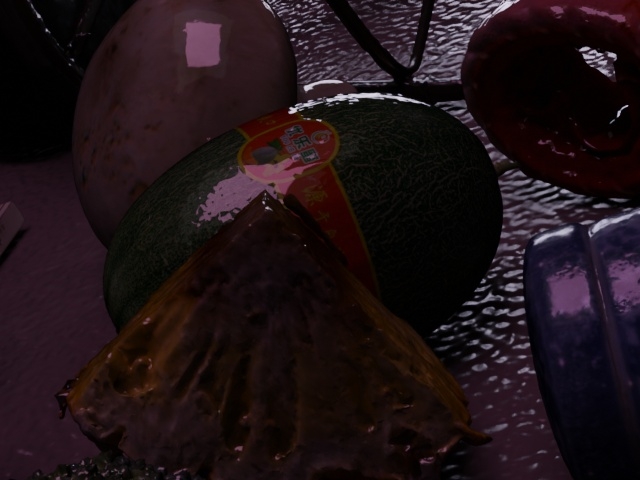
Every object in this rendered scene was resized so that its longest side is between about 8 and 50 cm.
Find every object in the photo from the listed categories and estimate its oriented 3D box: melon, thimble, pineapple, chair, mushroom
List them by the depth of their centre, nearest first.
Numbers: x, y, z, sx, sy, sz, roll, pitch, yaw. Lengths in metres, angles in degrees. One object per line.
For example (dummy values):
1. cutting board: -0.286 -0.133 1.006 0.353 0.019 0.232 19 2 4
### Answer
1. pineapple: -0.026 0.068 0.888 0.236 0.186 0.114 5 11 -10
2. melon: 0.000 0.000 1.030 0.288 0.182 0.182 -24 27 -15
3. thimble: 0.203 -0.122 1.133 0.190 0.163 0.125 -1 33 46
4. mushroom: -0.070 -0.082 1.240 0.244 0.243 0.243 -16 27 8
5. chair: -0.069 -0.299 1.434 0.410 0.362 0.364 -18 42 30

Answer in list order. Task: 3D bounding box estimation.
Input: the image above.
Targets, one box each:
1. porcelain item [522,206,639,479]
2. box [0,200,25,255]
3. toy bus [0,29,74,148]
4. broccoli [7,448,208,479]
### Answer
1. porcelain item: 0.170 0.056 0.843 0.114 0.147 0.147 -14 28 12
2. box: -0.369 0.021 1.412 0.198 0.029 0.109 -11 28 21
3. toy bus: -0.315 -0.235 1.557 0.127 0.302 0.147 -6 26 32
4. broccoli: -0.089 0.190 0.753 0.226 0.198 0.176 -28 43 63
